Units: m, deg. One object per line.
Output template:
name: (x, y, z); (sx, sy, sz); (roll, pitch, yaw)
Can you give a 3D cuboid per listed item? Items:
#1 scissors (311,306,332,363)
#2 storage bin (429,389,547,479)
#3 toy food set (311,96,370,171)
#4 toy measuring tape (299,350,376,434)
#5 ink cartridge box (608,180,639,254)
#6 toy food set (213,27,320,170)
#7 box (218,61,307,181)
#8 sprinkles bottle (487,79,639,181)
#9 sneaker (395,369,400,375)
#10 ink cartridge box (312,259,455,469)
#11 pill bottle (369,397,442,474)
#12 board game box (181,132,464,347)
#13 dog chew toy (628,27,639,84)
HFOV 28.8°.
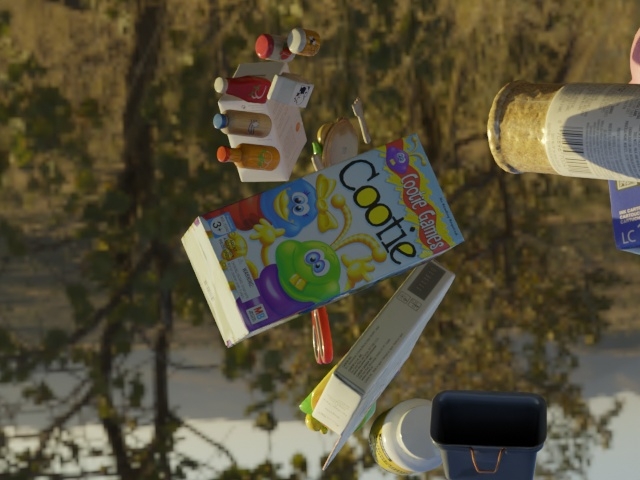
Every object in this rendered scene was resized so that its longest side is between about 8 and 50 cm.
scissors: (-0.010, 0.069, 2.102); (0.021, 0.297, 0.109); (-5, 161, -7)
storage bin: (0.201, 0.245, 1.481); (0.135, 0.098, 0.091); (0, 133, 10)
toy food set: (0.032, -0.188, 2.512); (0.038, 0.192, 0.132); (13, 140, 31)
toy measuring tape: (0.075, 0.257, 2.260); (0.121, 0.121, 0.330); (2, 139, -40)
ink cartridge box: (0.589, -0.061, 1.759); (0.270, 0.151, 0.395); (-14, 161, 40)
toy food set: (-0.095, -0.229, 1.916); (0.104, 0.232, 0.111); (2, -150, -43)
box: (-0.099, -0.207, 2.173); (0.091, 0.170, 0.130); (0, -142, 18)
sprinkles bottle: (0.370, -0.127, 1.462); (0.355, 0.121, 0.121); (8, -177, 43)
sneaker: (0.126, 0.220, 2.519); (0.047, 0.119, 0.057); (-20, 178, 17)
ink cartridge box: (0.081, 0.182, 1.857); (0.060, 0.275, 0.239); (35, 142, 9)
pill bottle: (0.132, 0.280, 1.777); (0.103, 0.103, 0.184); (-2, 167, -8)
board game box: (0.000, 0.000, 1.445); (0.275, 0.144, 0.142); (-23, 175, -18)
dog chew toy: (0.579, -0.219, 2.045); (0.207, 0.331, 0.206); (18, -160, -7)
